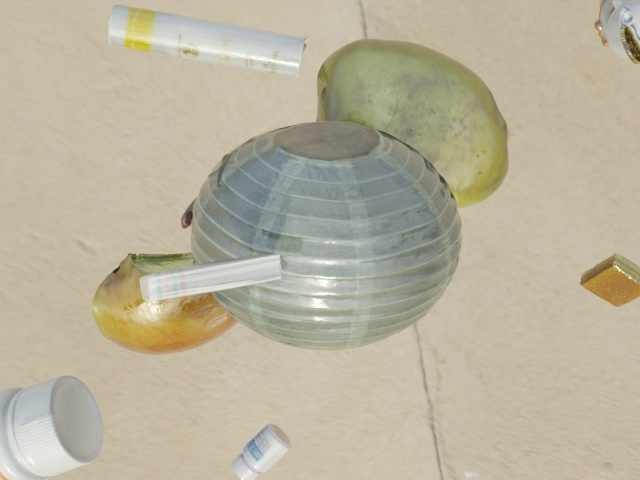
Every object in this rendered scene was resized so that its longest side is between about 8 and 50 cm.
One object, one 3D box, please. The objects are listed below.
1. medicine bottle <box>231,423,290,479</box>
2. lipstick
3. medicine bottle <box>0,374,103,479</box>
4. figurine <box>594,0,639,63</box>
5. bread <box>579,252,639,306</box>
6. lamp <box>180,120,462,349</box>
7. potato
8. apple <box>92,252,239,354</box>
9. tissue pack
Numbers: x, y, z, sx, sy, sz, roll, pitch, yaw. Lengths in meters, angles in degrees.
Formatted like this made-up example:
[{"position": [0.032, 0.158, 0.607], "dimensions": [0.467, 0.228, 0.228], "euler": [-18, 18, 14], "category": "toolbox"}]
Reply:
[{"position": [-0.092, 0.328, 1.409], "dimensions": [0.089, 0.052, 0.052], "euler": [-45, 78, 7], "category": "medicine bottle"}, {"position": [-0.152, -0.271, 1.248], "dimensions": [0.264, 0.059, 0.059], "euler": [9, 81, -2], "category": "lipstick"}, {"position": [-0.439, 0.280, 1.267], "dimensions": [0.252, 0.144, 0.144], "euler": [-23, 78, 13], "category": "medicine bottle"}, {"position": [0.522, -0.362, 1.529], "dimensions": [0.143, 0.143, 0.271], "euler": [33, 50, 11], "category": "figurine"}, {"position": [0.520, 0.071, 1.605], "dimensions": [0.090, 0.094, 0.035], "euler": [32, 56, -8], "category": "bread"}, {"position": [0.000, 0.000, 0.885], "dimensions": [0.265, 0.233, 0.233], "euler": [-2, 79, -9], "category": "lamp"}, {"position": [0.105, -0.133, 1.073], "dimensions": [0.229, 0.148, 0.197], "euler": [3, 64, -12], "category": "potato"}, {"position": [-0.235, 0.104, 1.637], "dimensions": [0.254, 0.346, 0.179], "euler": [-19, 81, 34], "category": "apple"}, {"position": [-0.089, 0.029, 0.736], "dimensions": [0.108, 0.056, 0.023], "euler": [-9, 91, -19], "category": "tissue pack"}]
